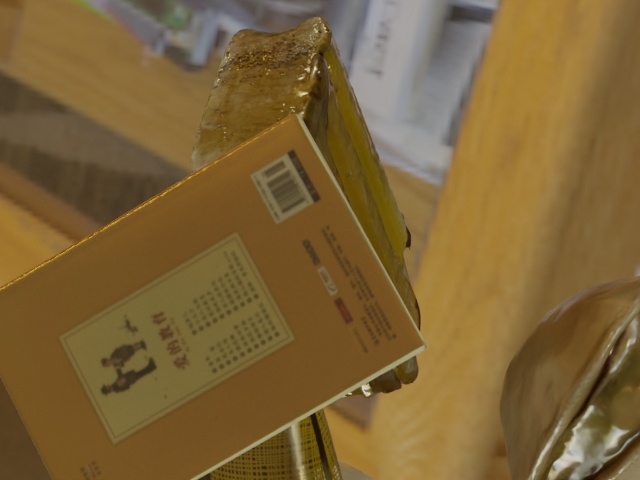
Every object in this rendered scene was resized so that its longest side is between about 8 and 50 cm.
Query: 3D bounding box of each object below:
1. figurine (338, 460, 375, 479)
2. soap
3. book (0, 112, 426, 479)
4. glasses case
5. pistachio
[{"bbox_3d":[-0.045,0.214,1.456,0.256,0.182,0.145,4,70,8],"label":"figurine"},{"bbox_3d":[0.000,0.000,1.325,0.080,0.257,0.160,-6,40,19],"label":"soap"},{"bbox_3d":[-0.055,0.037,0.856,0.172,0.012,0.118,-30,77,7],"label":"book"},{"bbox_3d":[-0.017,0.190,1.163,0.079,0.064,0.234,1,108,35],"label":"glasses case"},{"bbox_3d":[0.168,0.093,1.133,0.126,0.152,0.223,34,154,7],"label":"pistachio"}]
